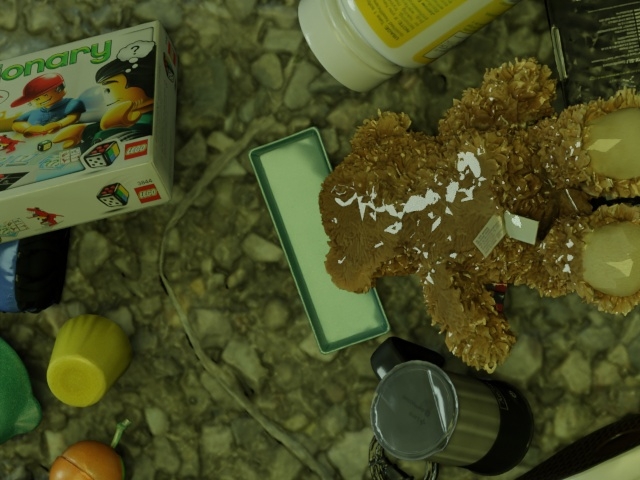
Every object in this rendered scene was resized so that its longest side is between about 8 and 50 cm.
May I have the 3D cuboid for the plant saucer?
[{"bbox_3d":[0.000,0.000,1.722,0.067,0.018,0.192,-20,91,10],"label":"plant saucer"}]

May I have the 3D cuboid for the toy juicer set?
[{"bbox_3d":[-0.321,0.166,1.762,0.329,0.089,0.209,-1,116,11],"label":"toy juicer set"}]

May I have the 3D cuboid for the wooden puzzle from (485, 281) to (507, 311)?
[{"bbox_3d":[0.134,0.055,1.712,0.049,0.006,0.083,11,97,8],"label":"wooden puzzle"}]

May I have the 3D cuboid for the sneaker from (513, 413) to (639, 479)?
[{"bbox_3d":[0.227,0.244,1.675,0.290,0.106,0.123,-33,94,21],"label":"sneaker"}]

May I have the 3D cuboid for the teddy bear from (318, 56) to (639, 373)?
[{"bbox_3d":[0.152,-0.026,1.593,0.338,0.113,0.245,-25,78,43],"label":"teddy bear"}]

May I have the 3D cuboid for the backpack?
[{"bbox_3d":[-0.278,0.017,1.715,0.101,0.120,0.098,3,97,8],"label":"backpack"}]

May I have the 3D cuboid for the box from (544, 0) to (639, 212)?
[{"bbox_3d":[0.358,-0.121,1.602,0.322,0.079,0.257,-11,84,10],"label":"box"}]

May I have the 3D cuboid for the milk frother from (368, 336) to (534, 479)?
[{"bbox_3d":[0.083,0.167,1.665,0.129,0.135,0.143,32,98,36],"label":"milk frother"}]

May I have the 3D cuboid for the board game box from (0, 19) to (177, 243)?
[{"bbox_3d":[-0.274,-0.077,1.677,0.305,0.193,0.053,-14,132,9],"label":"board game box"}]

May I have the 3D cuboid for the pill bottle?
[{"bbox_3d":[0.089,-0.216,1.614,0.208,0.119,0.119,-33,90,29],"label":"pill bottle"}]
